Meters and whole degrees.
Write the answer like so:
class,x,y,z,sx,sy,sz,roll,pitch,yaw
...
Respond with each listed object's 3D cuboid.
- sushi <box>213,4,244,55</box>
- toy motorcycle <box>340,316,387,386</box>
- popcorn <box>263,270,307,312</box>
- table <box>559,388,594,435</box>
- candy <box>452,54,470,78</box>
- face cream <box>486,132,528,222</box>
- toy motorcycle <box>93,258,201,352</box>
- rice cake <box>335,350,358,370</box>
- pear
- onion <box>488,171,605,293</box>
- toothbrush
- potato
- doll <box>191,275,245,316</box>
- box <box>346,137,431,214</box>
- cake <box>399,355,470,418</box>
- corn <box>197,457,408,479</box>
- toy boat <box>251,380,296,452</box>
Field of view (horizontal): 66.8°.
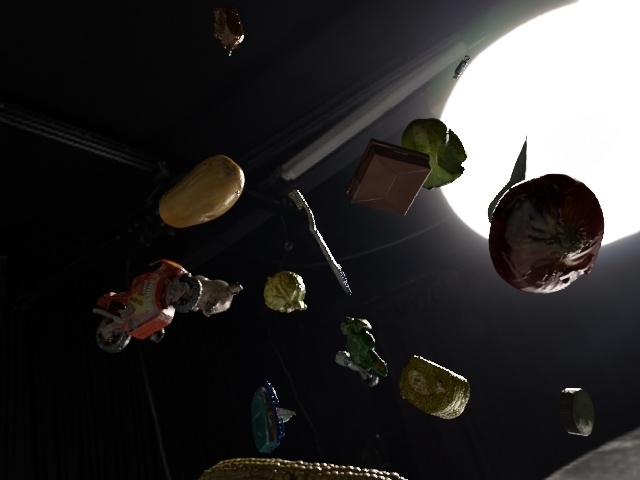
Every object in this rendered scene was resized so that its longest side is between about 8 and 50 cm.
class,x,y,z,sx,sy,sz,roll,pitch,yaw
sushi,-0.205,-0.463,1.065,0.060,0.118,0.061,-24,-29,35
toy motorcycle,0.106,0.268,1.226,0.074,0.190,0.106,-6,-32,-32
popcorn,-0.118,0.169,1.610,0.141,0.162,0.136,-3,-45,-27
table,0.780,0.520,1.478,0.133,0.134,0.043,5,-14,-38
candy,0.464,-0.569,1.598,0.030,0.020,0.083,7,-55,-35
face cream,0.744,-0.189,1.891,0.137,0.235,0.420,10,-28,14
toy motorcycle,-0.399,0.142,1.127,0.298,0.171,0.089,-28,-29,13
rice cake,0.095,0.371,1.492,0.085,0.040,0.226,19,-10,11
pear,0.411,-0.356,1.762,0.164,0.238,0.255,-9,-44,39
onion,0.626,-0.027,1.406,0.347,0.348,0.285,-13,15,-8
toothbrush,0.000,0.000,1.580,0.042,0.413,0.035,-34,-21,11
potato,-0.296,-0.115,1.213,0.234,0.146,0.150,-38,-11,5
doll,-0.349,0.166,1.523,0.149,0.192,0.095,-37,-52,-42
box,0.223,-0.200,1.582,0.215,0.086,0.215,13,-48,-16
cake,0.426,0.567,1.869,0.156,0.179,0.260,32,-11,-34
corn,-0.015,0.296,0.552,0.288,0.087,0.086,-5,-20,23
toy boat,-0.108,0.417,1.164,0.110,0.175,0.091,16,-53,-32
